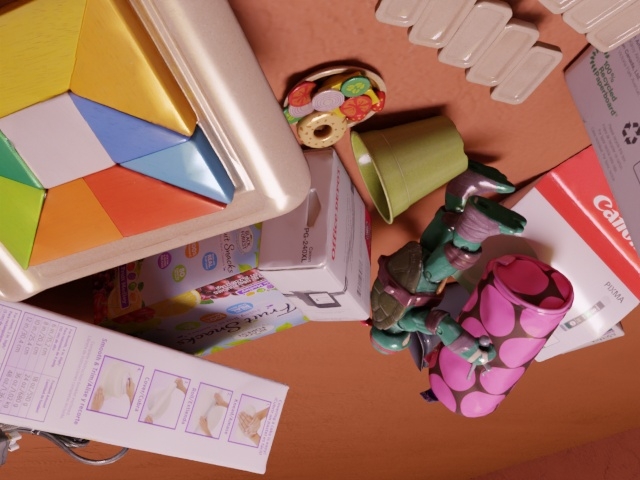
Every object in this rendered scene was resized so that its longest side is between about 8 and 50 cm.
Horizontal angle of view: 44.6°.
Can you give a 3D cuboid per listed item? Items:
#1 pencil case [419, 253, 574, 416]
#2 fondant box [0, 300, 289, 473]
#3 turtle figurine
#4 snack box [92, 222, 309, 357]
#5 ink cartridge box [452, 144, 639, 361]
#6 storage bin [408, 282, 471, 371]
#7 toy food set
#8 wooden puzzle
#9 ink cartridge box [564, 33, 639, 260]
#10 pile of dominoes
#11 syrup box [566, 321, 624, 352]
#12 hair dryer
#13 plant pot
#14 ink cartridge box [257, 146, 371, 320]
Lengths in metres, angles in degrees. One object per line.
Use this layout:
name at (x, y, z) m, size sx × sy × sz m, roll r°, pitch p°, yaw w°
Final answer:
pencil case at (0.182, 0.101, 0.829) m, size 0.095 × 0.098 × 0.209 m, roll -19°, pitch 147°, yaw -35°
fondant box at (-0.231, 0.129, 0.742) m, size 0.238 × 0.096 × 0.330 m, roll 2°, pitch 163°, yaw 46°
turtle figurine at (0.110, 0.046, 0.752) m, size 0.118 × 0.175 × 0.234 m, roll 8°, pitch 125°, yaw -24°
snack box at (-0.102, 0.052, 0.821) m, size 0.207 × 0.070 × 0.174 m, roll -18°, pitch 154°, yaw 19°
ink cartridge box at (0.261, 0.020, 0.813) m, size 0.181 × 0.056 × 0.224 m, roll 44°, pitch 135°, yaw -12°
storage bin at (0.164, 0.117, 1.057) m, size 0.091 × 0.098 × 0.135 m, roll -21°, pitch 155°, yaw -3°
toy food set at (0.010, -0.104, 0.597) m, size 0.083 × 0.020 × 0.082 m, roll -20°, pitch 154°, yaw 19°
wooden puzzle at (-0.152, -0.069, 0.465) m, size 0.238 × 0.044 × 0.221 m, roll -19°, pitch 125°, yaw 12°
ink cartridge box at (0.311, -0.066, 0.447) m, size 0.071 × 0.324 × 0.330 m, roll 0°, pitch 153°, yaw -25°
pile of dominoes at (0.120, -0.191, 0.471) m, size 0.251 × 0.040 × 0.196 m, roll 22°, pitch 140°, yaw -37°
syrup box at (0.317, 0.075, 1.019) m, size 0.093 × 0.096 × 0.237 m, roll -22°, pitch 152°, yaw 24°
hair dryer at (-0.377, 0.195, 0.846) m, size 0.293 × 0.080 × 0.223 m, roll 19°, pitch 174°, yaw 27°
plant pot at (0.077, -0.067, 0.650) m, size 0.079 × 0.083 × 0.083 m, roll -22°, pitch 155°, yaw -4°
ink cartridge box at (0.000, 0.000, 0.701) m, size 0.063 × 0.109 × 0.150 m, roll -3°, pitch 157°, yaw 17°
